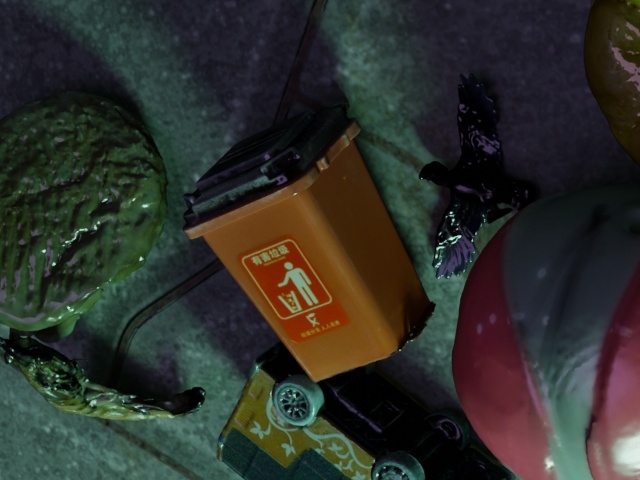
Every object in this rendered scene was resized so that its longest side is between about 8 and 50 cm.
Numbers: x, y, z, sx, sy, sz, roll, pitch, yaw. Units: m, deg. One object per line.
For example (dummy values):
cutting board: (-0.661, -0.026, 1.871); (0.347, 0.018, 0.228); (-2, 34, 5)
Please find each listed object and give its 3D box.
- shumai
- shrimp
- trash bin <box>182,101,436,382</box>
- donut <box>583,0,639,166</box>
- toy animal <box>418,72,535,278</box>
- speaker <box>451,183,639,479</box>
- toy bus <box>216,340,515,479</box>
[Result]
shumai: (-0.279, -0.023, 1.829); (0.272, 0.203, 0.222); (-44, 83, 0)
shrimp: (-0.230, 0.148, 1.815); (0.198, 0.262, 0.051); (-1, 66, 18)
trash bin: (0.000, 0.000, 1.652); (0.161, 0.184, 0.239); (-22, 108, 34)
donut: (0.333, -0.180, 1.407); (0.208, 0.128, 0.261); (19, 117, 24)
toy animal: (0.147, -0.053, 1.611); (0.108, 0.062, 0.220); (26, 122, 40)
speaker: (0.251, 0.085, 1.451); (0.294, 0.294, 0.294); (11, 114, 26)
toy bus: (0.043, 0.229, 1.724); (0.275, 0.138, 0.167); (36, 124, 15)
